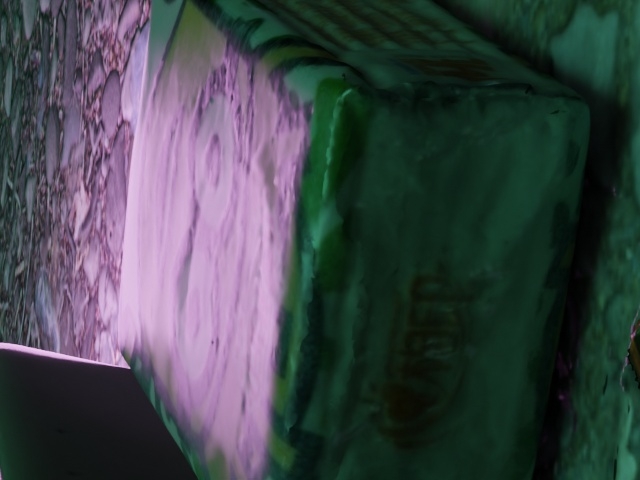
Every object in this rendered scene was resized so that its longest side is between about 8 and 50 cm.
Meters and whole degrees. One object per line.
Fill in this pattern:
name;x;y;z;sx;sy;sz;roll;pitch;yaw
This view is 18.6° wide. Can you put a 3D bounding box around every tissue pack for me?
tissue pack;0.000;0.000;0.888;0.311;0.128;0.228;-133;47;-65

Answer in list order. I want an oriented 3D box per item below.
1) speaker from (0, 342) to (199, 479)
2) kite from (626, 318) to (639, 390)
speaker;-0.105;0.221;1.018;0.183;0.184;0.406;-61;26;19
kite;0.161;0.166;0.486;0.321;0.016;0.234;56;160;35
